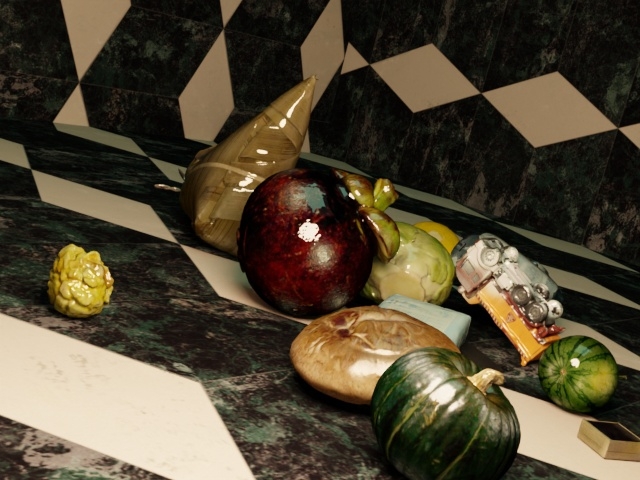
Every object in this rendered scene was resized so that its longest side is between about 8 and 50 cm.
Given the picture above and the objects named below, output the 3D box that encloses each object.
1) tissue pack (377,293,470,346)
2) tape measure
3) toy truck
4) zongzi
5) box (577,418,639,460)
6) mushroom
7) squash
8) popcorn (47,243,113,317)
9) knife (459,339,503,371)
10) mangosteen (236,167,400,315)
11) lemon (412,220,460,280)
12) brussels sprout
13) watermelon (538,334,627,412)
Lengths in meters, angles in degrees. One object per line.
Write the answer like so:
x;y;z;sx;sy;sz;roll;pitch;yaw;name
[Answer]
0.177;0.180;1.738;0.177;0.089;0.263;16;10;14;tissue pack
0.436;0.090;2.149;0.275;0.147;0.256;41;5;35;tape measure
0.402;0.124;1.943;0.114;0.135;0.270;1;48;-52;toy truck
-0.181;-0.224;2.333;0.218;0.467;0.500;32;2;-24;zongzi
0.483;0.330;1.519;0.083;0.035;0.079;9;13;-22;box
0.089;0.186;1.463;0.278;0.146;0.278;7;15;-2;mushroom
0.168;0.238;1.233;0.218;0.172;0.218;13;14;-3;squash
-0.390;0.071;1.511;0.106;0.116;0.121;28;2;-35;popcorn
0.285;0.215;1.889;0.072;0.019;0.245;10;15;-31;knife
-0.014;0.002;1.827;0.330;0.330;0.330;14;11;-3;mangosteen
0.265;0.042;2.279;0.178;0.178;0.203;17;15;13;lemon
0.176;0.062;1.978;0.244;0.244;0.244;14;11;-3;brussels sprout
0.480;0.247;1.681;0.141;0.140;0.187;25;2;42;watermelon
